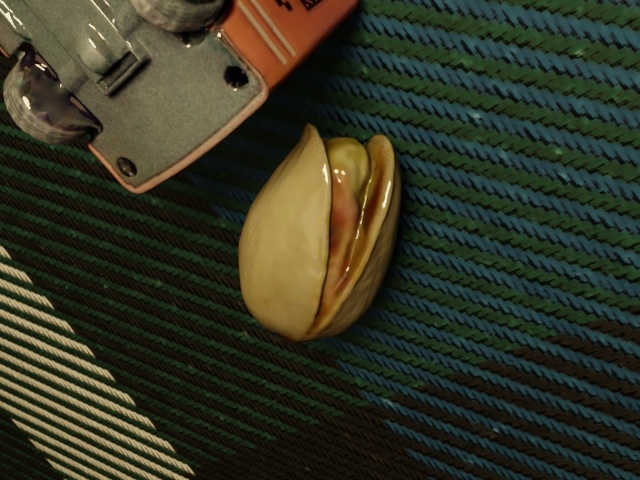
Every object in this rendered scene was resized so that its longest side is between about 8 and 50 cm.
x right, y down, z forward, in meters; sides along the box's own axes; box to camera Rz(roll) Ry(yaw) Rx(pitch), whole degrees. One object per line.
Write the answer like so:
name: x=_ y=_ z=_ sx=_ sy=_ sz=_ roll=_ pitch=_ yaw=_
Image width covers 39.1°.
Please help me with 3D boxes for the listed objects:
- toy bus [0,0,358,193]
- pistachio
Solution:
toy bus: x=-0.177 y=-0.266 z=0.652 sx=0.203 sy=0.233 sz=0.427 roll=-28 pitch=105 yaw=43
pistachio: x=0.000 y=0.000 z=0.778 sx=0.144 sy=0.144 sz=0.215 roll=30 pitch=133 yaw=13
